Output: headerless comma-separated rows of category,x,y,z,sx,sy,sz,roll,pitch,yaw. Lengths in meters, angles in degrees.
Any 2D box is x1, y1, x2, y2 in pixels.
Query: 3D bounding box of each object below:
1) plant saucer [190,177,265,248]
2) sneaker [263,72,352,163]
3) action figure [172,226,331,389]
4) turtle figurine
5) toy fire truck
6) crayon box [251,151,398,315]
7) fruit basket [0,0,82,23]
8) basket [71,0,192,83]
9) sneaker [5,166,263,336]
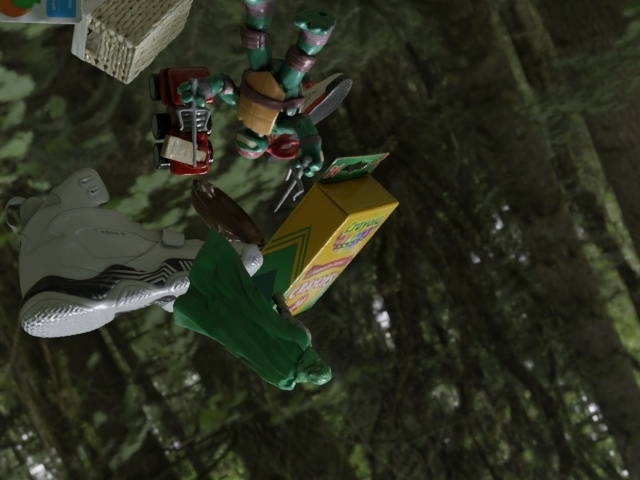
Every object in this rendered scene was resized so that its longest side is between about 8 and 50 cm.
plant saucer,-0.165,-0.039,1.627,0.029,0.168,0.168,-46,-172,13
sneaker,-0.061,-0.294,1.959,0.270,0.145,0.090,-43,164,35
action figure,-0.072,0.099,1.097,0.063,0.137,0.232,-4,-148,-46
turtle figurine,-0.067,-0.157,1.042,0.175,0.234,0.118,18,-147,-1
toy fire truck,-0.268,-0.231,1.855,0.158,0.217,0.246,-6,-169,-23
crayon box,0.000,0.000,1.534,0.318,0.081,0.202,-51,164,25
fruit basket,-0.494,-0.449,1.243,0.353,0.327,0.165,0,173,-3
basket,-0.279,-0.331,1.417,0.167,0.103,0.113,-54,180,-32
sneaker,-0.269,0.000,1.366,0.366,0.210,0.137,-12,163,-29
